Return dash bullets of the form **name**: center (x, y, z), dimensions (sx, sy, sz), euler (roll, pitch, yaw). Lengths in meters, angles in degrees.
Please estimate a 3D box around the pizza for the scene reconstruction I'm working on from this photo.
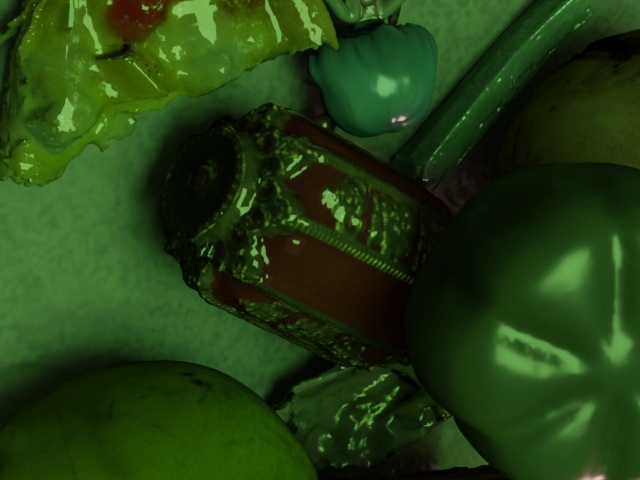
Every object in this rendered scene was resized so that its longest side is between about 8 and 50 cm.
- **pizza**: center (-0.141, -0.153, 1.328), dimensions (0.280, 0.075, 0.287), euler (33, 86, -22)

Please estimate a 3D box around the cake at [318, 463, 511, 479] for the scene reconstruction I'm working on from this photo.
- **cake**: center (0.099, 0.322, 1.507), dimensions (0.282, 0.290, 0.255), euler (3, 81, -38)

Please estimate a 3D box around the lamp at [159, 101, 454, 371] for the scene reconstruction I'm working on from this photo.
- **lamp**: center (0.000, 0.000, 1.443), dimensions (0.274, 0.177, 0.177), euler (28, 88, -36)

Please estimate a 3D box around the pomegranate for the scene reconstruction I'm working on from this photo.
- **pomegranate**: center (0.303, -0.038, 1.577), dimensions (0.322, 0.322, 0.322), euler (-11, 111, -32)

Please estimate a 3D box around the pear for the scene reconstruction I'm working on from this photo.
- **pear**: center (-0.129, 0.196, 1.389), dimensions (0.269, 0.212, 0.212), euler (5, 102, -19)

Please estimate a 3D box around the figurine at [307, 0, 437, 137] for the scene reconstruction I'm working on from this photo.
- **figurine**: center (0.021, -0.201, 1.434), dimensions (0.205, 0.103, 0.260), euler (-15, 115, -30)

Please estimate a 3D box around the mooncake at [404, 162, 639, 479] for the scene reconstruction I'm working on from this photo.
- **mooncake**: center (0.204, 0.072, 1.372), dimensions (0.275, 0.135, 0.275), euler (-5, 114, -11)

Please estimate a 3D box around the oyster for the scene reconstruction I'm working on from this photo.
- **oyster**: center (0.042, 0.135, 1.585), dimensions (0.209, 0.072, 0.133), euler (-28, 127, -2)

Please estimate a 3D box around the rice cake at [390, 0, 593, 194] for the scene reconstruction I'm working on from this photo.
- **rice cake**: center (0.152, -0.135, 1.582), dimensions (0.245, 0.045, 0.042), euler (-49, 128, -13)
